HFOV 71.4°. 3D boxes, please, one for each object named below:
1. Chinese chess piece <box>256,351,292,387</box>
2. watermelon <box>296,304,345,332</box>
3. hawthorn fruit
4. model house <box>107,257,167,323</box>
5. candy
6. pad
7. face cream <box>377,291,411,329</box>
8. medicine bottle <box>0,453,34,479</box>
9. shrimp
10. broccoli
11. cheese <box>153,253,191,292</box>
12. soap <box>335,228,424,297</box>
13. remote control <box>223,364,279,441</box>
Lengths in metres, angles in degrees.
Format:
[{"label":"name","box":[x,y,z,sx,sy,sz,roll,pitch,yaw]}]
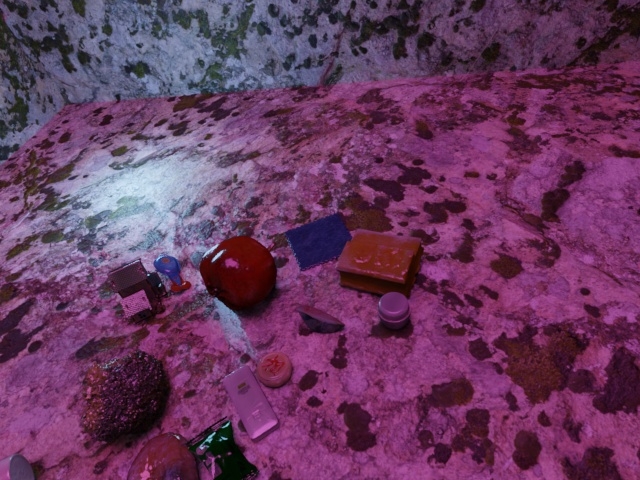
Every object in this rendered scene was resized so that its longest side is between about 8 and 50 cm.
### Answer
[{"label":"Chinese chess piece","box":[-0.155,0.435,1.505,0.122,0.051,0.122,-7,45,7]},{"label":"watermelon","box":[-0.001,0.287,1.611,0.180,0.081,0.094,27,39,15]},{"label":"hawthorn fruit","box":[-0.287,0.104,1.719,0.287,0.287,0.330,25,50,32]},{"label":"model house","box":[-0.741,0.168,1.795,0.178,0.206,0.271,-25,45,-11]},{"label":"candy","box":[-0.284,0.630,1.304,0.141,0.078,0.203,-13,48,-44]},{"label":"pad","box":[0.000,0.000,1.932,0.270,0.012,0.269,-22,45,-8]},{"label":"face cream","box":[0.258,0.247,1.560,0.117,0.104,0.117,-6,46,7]},{"label":"medicine bottle","box":[-1.017,0.759,1.297,0.293,0.170,0.170,-25,46,-13]},{"label":"shrimp","box":[-0.424,0.739,1.234,0.221,0.110,0.445,-31,44,-10]},{"label":"broccoli","box":[-0.638,0.488,1.448,0.260,0.235,0.288,20,17,28]},{"label":"cheese","box":[-0.642,0.137,1.917,0.106,0.037,0.256,-17,46,-33]},{"label":"soap","box":[0.234,0.079,1.718,0.281,0.143,0.259,8,48,26]},{"label":"remote control","box":[-0.229,0.523,1.446,0.103,0.034,0.250,-30,47,-16]}]
